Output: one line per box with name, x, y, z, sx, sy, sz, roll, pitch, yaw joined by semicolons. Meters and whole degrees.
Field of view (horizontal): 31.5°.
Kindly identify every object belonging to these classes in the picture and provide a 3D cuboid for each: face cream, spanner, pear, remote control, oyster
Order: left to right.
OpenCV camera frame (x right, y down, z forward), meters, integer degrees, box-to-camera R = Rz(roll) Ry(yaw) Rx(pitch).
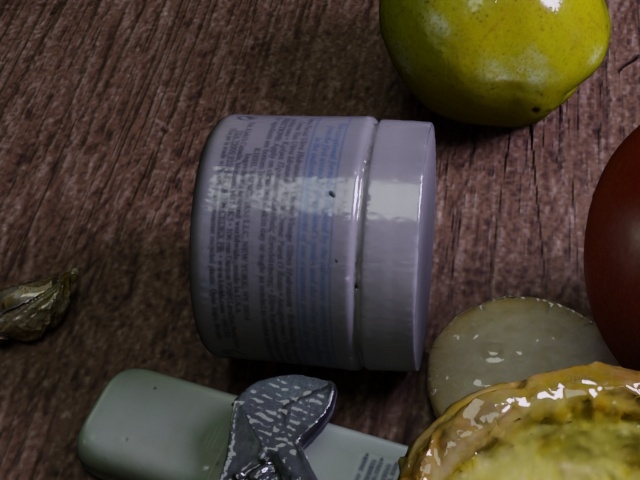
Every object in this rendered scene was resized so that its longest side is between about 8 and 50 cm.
oyster;-0.231;0.054;0.871;0.083;0.038;0.081;-6;30;34
spanner;-0.095;0.205;0.684;0.093;0.026;0.325;32;67;27
remote control;-0.017;0.155;0.748;0.309;0.038;0.090;13;53;16
face cream;0.000;0.000;0.796;0.152;0.177;0.177;4;48;10
pear;0.144;-0.186;0.962;0.198;0.198;0.198;-2;47;2

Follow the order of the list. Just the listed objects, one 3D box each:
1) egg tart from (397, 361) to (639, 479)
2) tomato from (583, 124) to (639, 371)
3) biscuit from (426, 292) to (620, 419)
egg tart;0.158;0.206;0.614;0.294;0.123;0.294;5;60;-8
tomato;0.295;0.015;0.720;0.255;0.256;0.224;9;62;12
biscuit;0.147;0.098;0.801;0.152;0.020;0.152;-2;47;2
